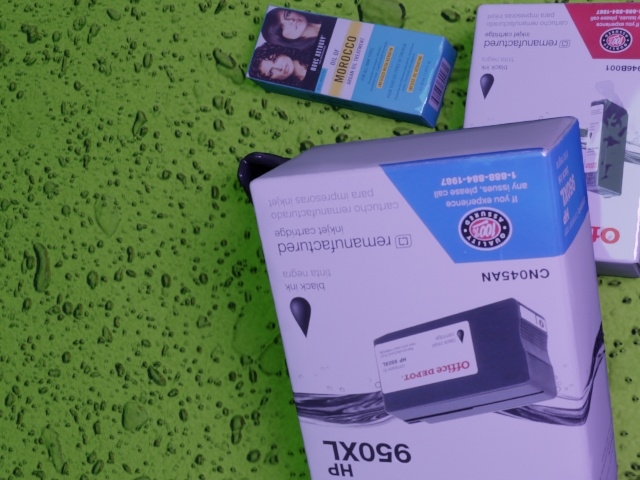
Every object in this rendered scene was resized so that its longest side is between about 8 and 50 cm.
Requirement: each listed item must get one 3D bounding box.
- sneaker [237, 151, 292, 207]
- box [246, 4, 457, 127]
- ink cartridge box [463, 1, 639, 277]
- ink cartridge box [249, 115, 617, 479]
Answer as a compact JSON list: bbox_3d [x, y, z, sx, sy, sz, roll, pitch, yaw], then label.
[{"bbox_3d":[0.000,0.000,1.090,0.286,0.130,0.109,41,96,22],"label":"sneaker"},{"bbox_3d":[0.036,-0.217,1.148,0.244,0.060,0.100,16,88,25],"label":"box"},{"bbox_3d":[0.259,-0.106,1.002,0.197,0.114,0.273,5,85,24],"label":"ink cartridge box"},{"bbox_3d":[0.123,0.099,0.917,0.285,0.166,0.395,-5,106,24],"label":"ink cartridge box"}]
